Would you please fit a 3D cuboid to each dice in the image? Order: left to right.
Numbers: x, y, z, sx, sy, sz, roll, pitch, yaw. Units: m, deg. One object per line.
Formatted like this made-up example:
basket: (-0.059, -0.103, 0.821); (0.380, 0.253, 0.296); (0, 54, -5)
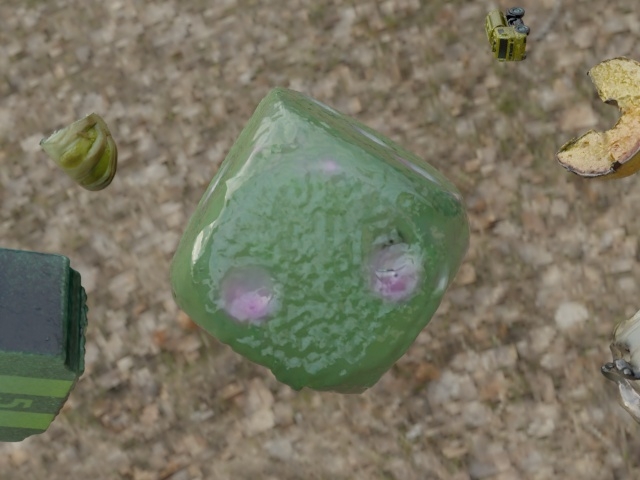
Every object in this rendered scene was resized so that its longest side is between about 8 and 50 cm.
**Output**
dice: (0.000, 0.000, 1.958); (0.318, 0.330, 0.322); (-59, 7, 11)

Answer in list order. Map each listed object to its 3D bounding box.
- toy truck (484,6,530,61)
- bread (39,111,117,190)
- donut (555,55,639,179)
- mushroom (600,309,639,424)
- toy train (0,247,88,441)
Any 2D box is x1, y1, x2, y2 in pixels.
toy truck: (0.264, -0.289, 2.037); (0.054, 0.049, 0.083); (-1, 40, -3)
bread: (-0.306, -0.111, 1.891); (0.083, 0.157, 0.094); (-29, 67, 3)
donut: (0.421, -0.161, 2.019); (0.146, 0.078, 0.181); (20, 87, 49)
mushroom: (0.519, 0.096, 1.464); (0.397, 0.313, 0.224); (-43, 4, -4)
toy train: (-0.384, 0.123, 1.584); (0.238, 0.299, 0.167); (7, 61, -19)
